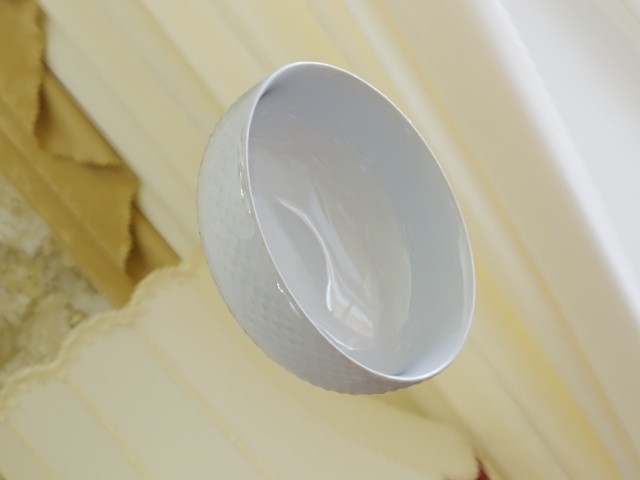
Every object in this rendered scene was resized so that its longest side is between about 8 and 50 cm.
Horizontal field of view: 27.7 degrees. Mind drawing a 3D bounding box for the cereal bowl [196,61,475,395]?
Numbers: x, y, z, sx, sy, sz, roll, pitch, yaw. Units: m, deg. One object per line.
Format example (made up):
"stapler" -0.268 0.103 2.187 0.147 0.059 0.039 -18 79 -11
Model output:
"cereal bowl" 0.000 0.000 1.308 0.141 0.339 0.339 -26 11 38
